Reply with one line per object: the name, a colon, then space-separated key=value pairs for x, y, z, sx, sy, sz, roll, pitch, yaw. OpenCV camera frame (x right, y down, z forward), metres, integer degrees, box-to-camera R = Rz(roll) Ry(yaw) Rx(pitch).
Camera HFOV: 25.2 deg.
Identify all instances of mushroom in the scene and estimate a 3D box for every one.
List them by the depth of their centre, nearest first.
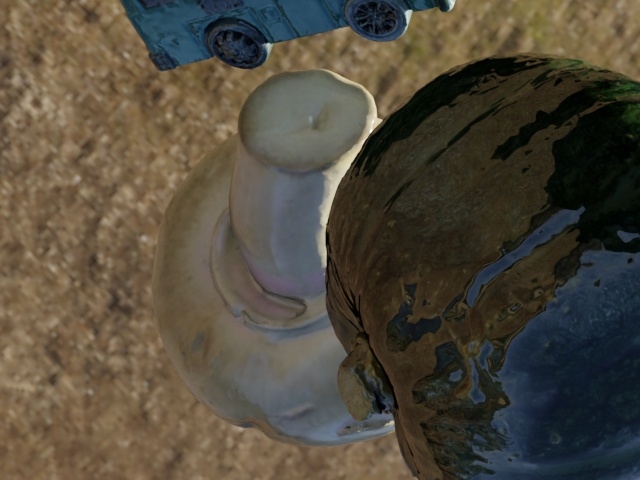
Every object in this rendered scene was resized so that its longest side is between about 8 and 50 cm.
mushroom: x=0.004 y=0.000 z=1.285 sx=0.315 sy=0.315 sz=0.356 roll=-14 pitch=119 yaw=-44

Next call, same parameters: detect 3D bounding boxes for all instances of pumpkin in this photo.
pumpkin: x=0.134 y=0.010 z=0.875 sx=0.263 sy=0.293 sz=0.197 roll=-26 pitch=149 yaw=-16

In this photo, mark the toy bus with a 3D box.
toy bus: x=-0.030 y=-0.221 z=1.035 sx=0.147 sy=0.256 sz=0.128 roll=56 pitch=39 yaw=-39
